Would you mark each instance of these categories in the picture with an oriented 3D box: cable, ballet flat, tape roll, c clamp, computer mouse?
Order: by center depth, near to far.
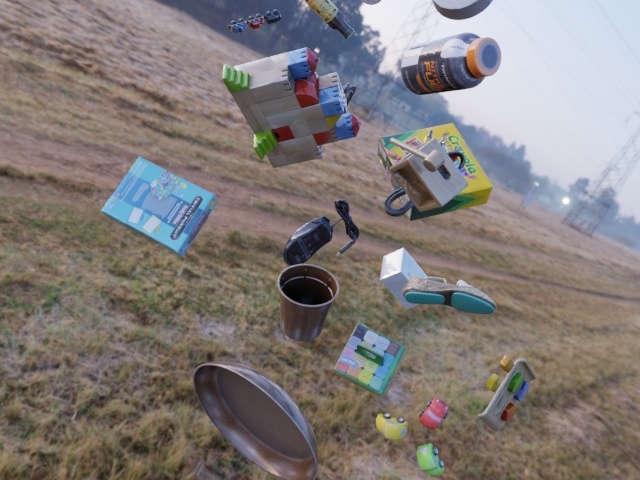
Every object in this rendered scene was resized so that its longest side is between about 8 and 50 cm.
[{"bbox_3d":[0.291,0.114,1.242,0.206,0.073,0.067,10,49,10],"label":"ballet flat"},{"bbox_3d":[0.294,-0.169,1.526,0.139,0.287,0.072,31,-6,13],"label":"cable"},{"bbox_3d":[0.000,0.000,1.714,0.060,0.262,0.184,37,-15,48],"label":"computer mouse"},{"bbox_3d":[0.464,-0.837,1.799,0.219,0.219,0.072,38,8,27],"label":"tape roll"},{"bbox_3d":[0.069,-0.470,1.872,0.022,0.161,0.137,38,41,10],"label":"c clamp"}]

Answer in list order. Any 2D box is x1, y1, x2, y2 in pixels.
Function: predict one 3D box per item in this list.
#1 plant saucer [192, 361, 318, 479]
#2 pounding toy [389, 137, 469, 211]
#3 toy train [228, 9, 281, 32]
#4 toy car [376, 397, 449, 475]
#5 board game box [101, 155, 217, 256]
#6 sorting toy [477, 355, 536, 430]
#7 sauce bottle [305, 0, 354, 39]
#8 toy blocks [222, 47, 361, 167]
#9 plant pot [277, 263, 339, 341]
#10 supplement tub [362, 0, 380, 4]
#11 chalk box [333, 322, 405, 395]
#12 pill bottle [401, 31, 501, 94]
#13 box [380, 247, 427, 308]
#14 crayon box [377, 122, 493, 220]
[{"bbox_3d":[-0.122,0.348,1.084,0.310,0.311,0.050,34,50,14],"label":"plant saucer"},{"bbox_3d":[0.234,-0.169,1.190,0.181,0.094,0.206,53,-11,-5],"label":"pounding toy"},{"bbox_3d":[-0.182,-0.608,1.541,0.036,0.158,0.027,63,-19,13],"label":"toy train"},{"bbox_3d":[0.292,0.590,1.606,0.225,0.239,0.053,65,28,-1],"label":"toy car"},{"bbox_3d":[-0.594,-0.126,2.052,0.336,0.254,0.079,27,-16,9],"label":"board game box"},{"bbox_3d":[0.581,0.476,1.717,0.041,0.229,0.307,33,-8,41],"label":"sorting toy"},{"bbox_3d":[0.023,-0.504,1.230,0.128,0.042,0.042,42,15,-3],"label":"sauce bottle"},{"bbox_3d":[-0.048,-0.336,1.411,0.381,0.260,0.191,60,23,-54],"label":"toy blocks"},{"bbox_3d":[-0.042,0.180,1.534,0.167,0.165,0.167,6,38,-5],"label":"plant pot"},{"bbox_3d":[0.155,-0.767,1.650,0.071,0.107,0.071,4,-22,2],"label":"supplement tub"},{"bbox_3d":[0.165,0.400,1.824,0.180,0.179,0.289,26,-12,17],"label":"chalk box"},{"bbox_3d":[0.321,-0.433,1.353,0.130,0.130,0.245,21,-4,-31],"label":"pill bottle"},{"bbox_3d":[0.302,0.137,1.984,0.170,0.091,0.130,48,35,-25],"label":"box"},{"bbox_3d":[0.424,-0.269,2.096,0.313,0.106,0.363,-14,54,-8],"label":"crayon box"}]
